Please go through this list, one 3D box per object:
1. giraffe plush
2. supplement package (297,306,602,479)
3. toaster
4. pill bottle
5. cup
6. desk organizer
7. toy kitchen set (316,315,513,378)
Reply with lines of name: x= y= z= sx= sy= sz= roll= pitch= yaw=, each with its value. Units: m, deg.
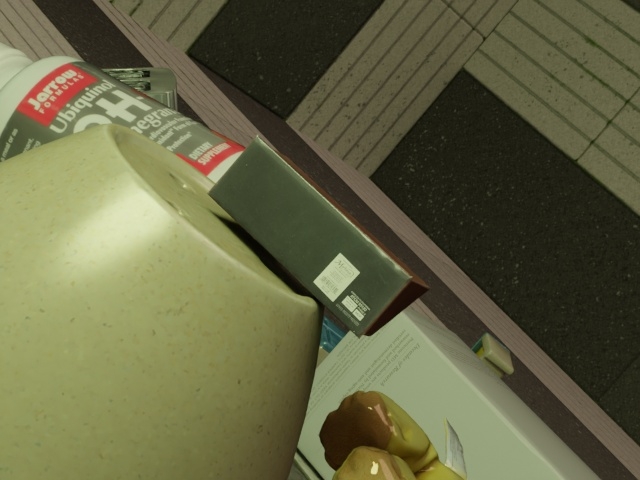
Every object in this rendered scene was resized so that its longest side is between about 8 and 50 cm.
giraffe plush: x=0.020 y=0.210 z=1.002 sx=0.181 sy=0.170 sz=0.210 roll=54 pitch=14 yaw=-2
supplement package: x=0.130 y=0.225 z=1.471 sx=0.293 sy=0.175 sz=0.177 roll=46 pitch=9 yaw=35
toaster: x=-0.231 y=-0.124 z=1.671 sx=0.185 sy=0.110 sz=0.168 roll=-2 pitch=17 yaw=-6
pill bottle: x=-0.211 y=-0.064 z=1.394 sx=0.318 sy=0.176 sz=0.176 roll=28 pitch=5 yaw=17
cup: x=-0.134 y=0.073 z=0.894 sx=0.331 sy=0.237 sz=0.331 roll=39 pitch=9 yaw=-7
desk organizer: x=0.000 y=0.000 z=0.887 sx=0.130 sy=0.047 sz=0.050 roll=43 pitch=6 yaw=20
toy kitchen set: x=0.104 y=0.137 z=1.849 sx=0.207 sy=0.166 sz=0.122 roll=39 pitch=9 yaw=-12
